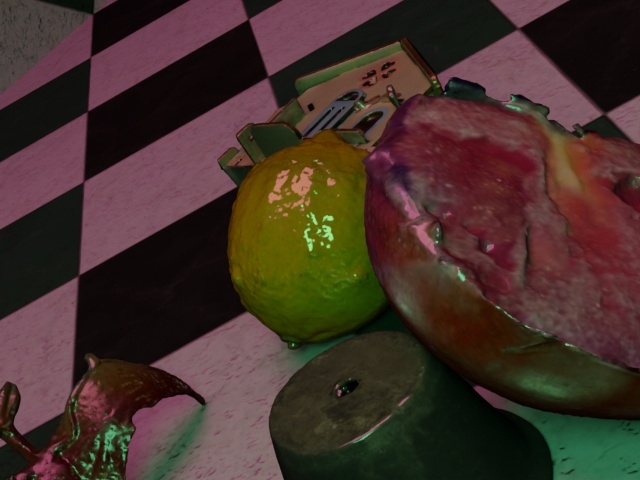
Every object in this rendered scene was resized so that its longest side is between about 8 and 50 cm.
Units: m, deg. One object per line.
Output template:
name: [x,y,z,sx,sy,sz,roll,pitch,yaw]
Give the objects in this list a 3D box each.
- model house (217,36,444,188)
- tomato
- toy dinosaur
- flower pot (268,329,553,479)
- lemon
model house: [0.058,-0.135,1.571,0.244,0.169,0.326,-43,27,-27]
tomato: [0.172,0.040,1.037,0.289,0.335,0.176,-86,15,-52]
toy dinosaur: [-0.263,0.254,1.299,0.206,0.113,0.327,14,63,7]
flower pot: [0.052,0.169,1.058,0.235,0.148,0.235,-24,26,12]
lemon: [0.000,0.000,1.353,0.192,0.192,0.231,5,84,51]
